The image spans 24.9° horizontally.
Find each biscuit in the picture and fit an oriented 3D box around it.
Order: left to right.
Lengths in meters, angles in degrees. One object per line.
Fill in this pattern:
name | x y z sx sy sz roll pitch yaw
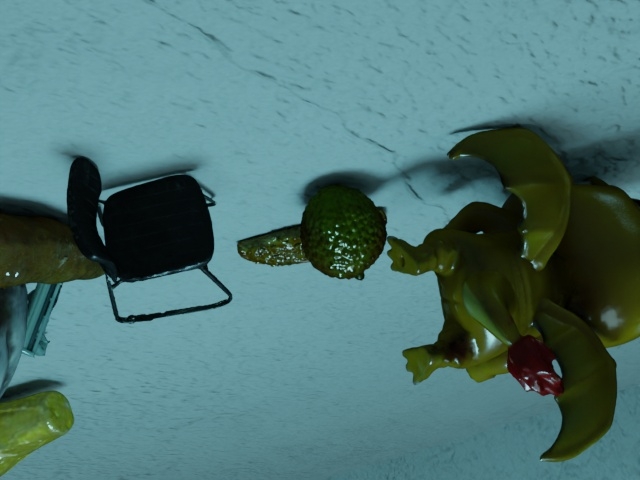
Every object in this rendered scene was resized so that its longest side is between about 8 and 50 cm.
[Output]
biscuit | -0.006 0.005 1.982 0.206 0.025 0.126 -13 161 4

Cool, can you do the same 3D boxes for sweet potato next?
sweet potato | -0.346 0.015 1.710 0.097 0.097 0.292 -25 158 34

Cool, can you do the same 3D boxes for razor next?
razor | -0.404 0.122 2.015 0.056 0.111 0.278 20 164 -6

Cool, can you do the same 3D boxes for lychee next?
lychee | 0.028 -0.007 1.832 0.114 0.114 0.146 -16 135 10

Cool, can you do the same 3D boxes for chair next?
chair | -0.197 -0.011 1.666 0.145 0.140 0.221 -13 158 2

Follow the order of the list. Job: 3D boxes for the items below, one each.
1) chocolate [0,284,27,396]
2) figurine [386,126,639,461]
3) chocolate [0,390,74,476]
chocolate | -0.506 0.155 1.774 0.303 0.213 0.303 -5 166 -1
figurine | 0.297 0.073 1.851 0.387 0.401 0.268 -12 166 -29
chocolate | -0.611 0.355 2.446 0.445 0.162 0.162 -24 158 19
